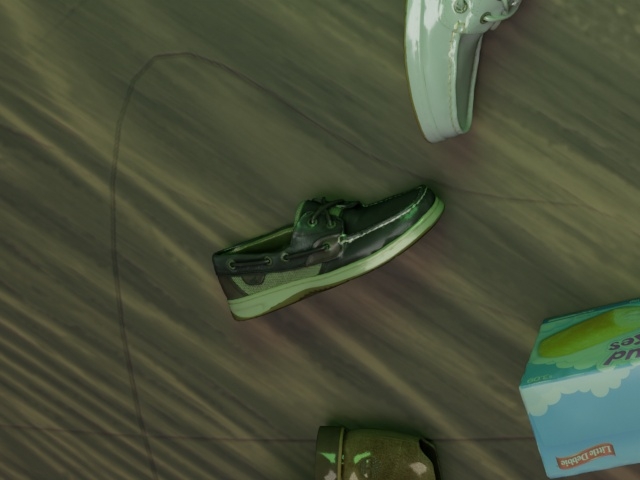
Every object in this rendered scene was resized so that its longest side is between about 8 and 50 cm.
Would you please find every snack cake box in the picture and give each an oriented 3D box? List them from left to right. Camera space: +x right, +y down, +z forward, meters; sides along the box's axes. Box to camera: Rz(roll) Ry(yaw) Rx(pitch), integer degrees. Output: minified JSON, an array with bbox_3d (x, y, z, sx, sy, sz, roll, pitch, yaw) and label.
[{"bbox_3d":[0.307,0.101,1.370,0.264,0.152,0.089,-14,103,19],"label":"snack cake box"}]

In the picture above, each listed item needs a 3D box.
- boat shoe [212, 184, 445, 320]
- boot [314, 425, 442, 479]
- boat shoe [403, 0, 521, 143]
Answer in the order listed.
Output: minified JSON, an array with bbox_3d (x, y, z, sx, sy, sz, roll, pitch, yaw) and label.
[{"bbox_3d":[0.000,0.000,1.462,0.224,0.080,0.073,-26,105,26],"label":"boat shoe"},{"bbox_3d":[0.059,0.318,1.546,0.115,0.112,0.305,-1,106,5],"label":"boot"},{"bbox_3d":[0.123,-0.211,1.346,0.096,0.098,0.277,5,108,15],"label":"boat shoe"}]
